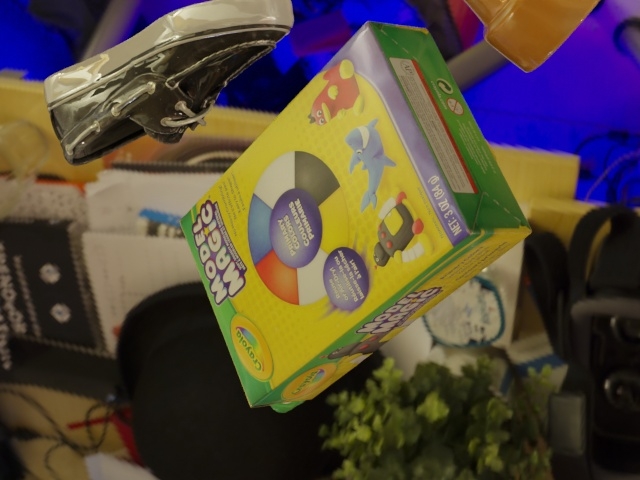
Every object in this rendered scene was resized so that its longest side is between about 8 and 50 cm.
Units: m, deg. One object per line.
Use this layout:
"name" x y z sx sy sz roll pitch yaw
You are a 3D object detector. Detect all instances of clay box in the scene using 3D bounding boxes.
"clay box" 0.000 0.000 0.630 0.222 0.053 0.127 -42 62 39

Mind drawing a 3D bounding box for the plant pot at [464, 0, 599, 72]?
"plant pot" 0.183 -0.295 1.081 0.188 0.205 0.205 35 121 -4

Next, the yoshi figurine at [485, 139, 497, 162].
"yoshi figurine" 0.057 -0.077 1.597 0.362 0.203 0.203 -29 81 34

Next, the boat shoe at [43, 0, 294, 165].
"boat shoe" -0.143 -0.143 1.082 0.301 0.108 0.102 -16 83 32
